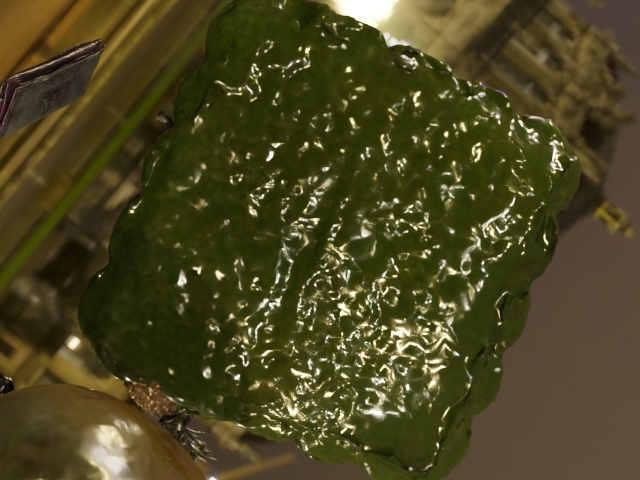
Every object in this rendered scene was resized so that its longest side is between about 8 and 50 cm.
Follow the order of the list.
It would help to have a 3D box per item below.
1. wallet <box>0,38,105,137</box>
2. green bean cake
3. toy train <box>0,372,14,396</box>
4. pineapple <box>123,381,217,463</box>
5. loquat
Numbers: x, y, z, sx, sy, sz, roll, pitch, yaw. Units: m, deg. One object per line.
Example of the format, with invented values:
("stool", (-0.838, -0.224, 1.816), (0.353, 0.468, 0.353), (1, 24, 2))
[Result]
("wallet", (-0.358, -0.198, 1.806), (0.166, 0.030, 0.111), (-35, 167, -43))
("green bean cake", (0.000, 0.000, 1.093), (0.319, 0.335, 0.218), (-63, -179, -1))
("toy train", (-0.227, 0.172, 0.947), (0.136, 0.091, 0.227), (55, -34, 43))
("pineapple", (-0.149, 0.175, 1.382), (0.058, 0.124, 0.058), (-20, -158, 9))
("loquat", (-0.131, 0.173, 0.713), (0.179, 0.179, 0.227), (-58, 158, -45))
